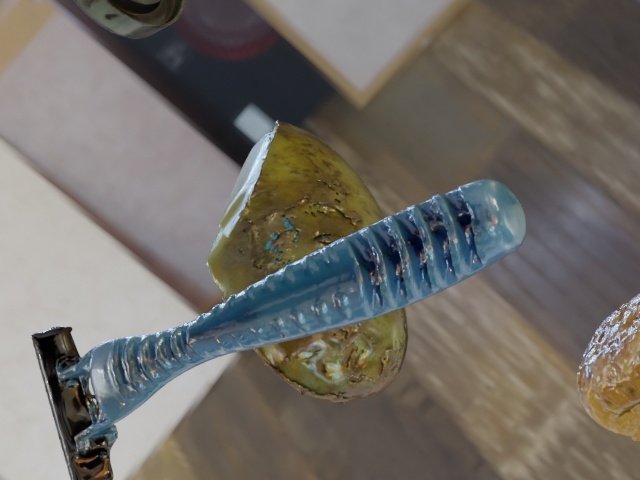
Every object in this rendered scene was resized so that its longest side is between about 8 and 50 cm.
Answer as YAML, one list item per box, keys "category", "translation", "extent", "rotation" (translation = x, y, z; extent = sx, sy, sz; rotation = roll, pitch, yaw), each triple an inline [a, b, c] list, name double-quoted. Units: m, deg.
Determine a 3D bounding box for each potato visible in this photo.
- category: "potato"
  translation: [0.000, 0.000, 1.042]
  extent: [0.198, 0.119, 0.054]
  rotation: [-90, 25, -48]

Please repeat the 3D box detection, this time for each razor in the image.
- category: "razor"
  translation: [-0.026, 0.035, 0.784]
  extent: [0.253, 0.042, 0.082]
  rotation: [-24, 74, 28]

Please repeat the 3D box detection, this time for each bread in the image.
- category: "bread"
  translation: [0.276, 0.070, 1.384]
  extent: [0.211, 0.083, 0.114]
  rotation: [-39, 17, 50]

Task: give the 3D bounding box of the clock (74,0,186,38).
- category: "clock"
  translation: [-0.103, -0.141, 0.941]
  extent: [0.017, 0.085, 0.085]
  rotation: [-30, 36, 33]
